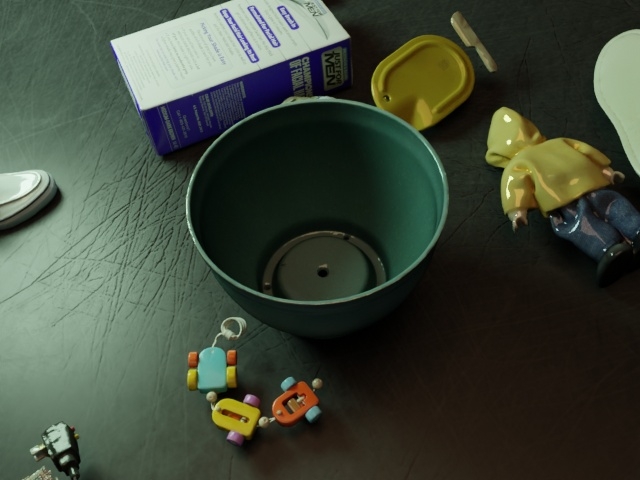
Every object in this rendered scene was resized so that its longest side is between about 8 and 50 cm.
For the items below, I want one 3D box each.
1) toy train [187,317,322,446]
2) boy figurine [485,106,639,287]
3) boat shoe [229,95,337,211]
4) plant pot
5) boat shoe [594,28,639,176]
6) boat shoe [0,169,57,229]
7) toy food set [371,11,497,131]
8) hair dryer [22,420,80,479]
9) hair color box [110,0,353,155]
[{"bbox_3d":[-0.081,0.176,0.848,0.125,0.046,0.166,-38,63,-22],"label":"toy train"},{"bbox_3d":[0.313,-0.069,0.964,0.177,0.092,0.285,-29,57,-16],"label":"boy figurine"},{"bbox_3d":[-0.074,-0.108,1.026,0.094,0.109,0.302,16,47,33],"label":"boat shoe"},{"bbox_3d":[0.000,0.000,0.872,0.292,0.196,0.293,-2,55,2],"label":"plant pot"},{"bbox_3d":[0.476,-0.182,1.032,0.109,0.091,0.305,-27,45,32],"label":"boat shoe"},{"bbox_3d":[-0.496,-0.054,1.020,0.226,0.076,0.083,-26,57,-14],"label":"boat shoe"},{"bbox_3d":[0.167,-0.246,1.121,0.217,0.071,0.128,-38,84,-18],"label":"toy food set"},{"bbox_3d":[-0.263,0.356,0.731,0.293,0.080,0.224,37,80,32],"label":"hair dryer"},{"bbox_3d":[-0.138,-0.282,1.138,0.338,0.110,0.185,-23,55,-10],"label":"hair color box"}]
